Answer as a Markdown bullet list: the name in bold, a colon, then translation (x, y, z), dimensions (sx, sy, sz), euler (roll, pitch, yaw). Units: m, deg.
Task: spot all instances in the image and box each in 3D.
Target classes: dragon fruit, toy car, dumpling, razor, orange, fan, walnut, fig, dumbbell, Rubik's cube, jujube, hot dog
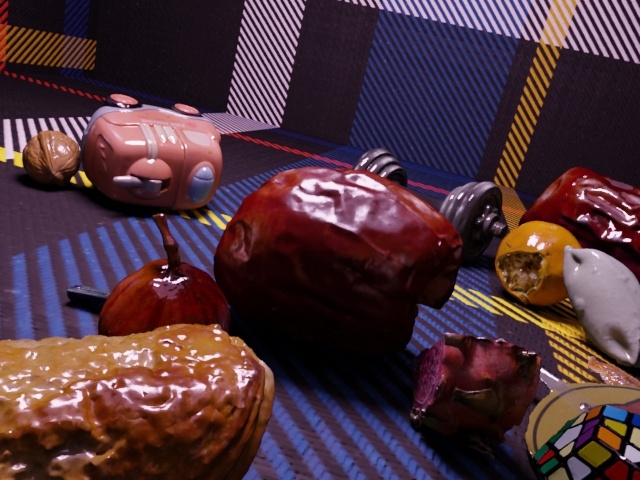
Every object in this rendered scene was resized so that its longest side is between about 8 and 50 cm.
- **dragon fruit**: translation (0.140, 0.154, 0.521), dimensions (0.102, 0.096, 0.147), euler (17, -26, -2)
- **toy car**: translation (-0.304, -0.148, 1.018), dimensions (0.270, 0.181, 0.212), euler (-1, 33, -39)
- **dumpling**: translation (0.459, 0.106, 0.856), dimensions (0.217, 0.104, 0.149), euler (68, 9, 23)
- **razor**: translation (-0.195, 0.078, 0.605), dimensions (0.190, 0.033, 0.066), euler (14, 17, 5)
- **orange**: translation (0.390, 0.041, 0.954), dimensions (0.154, 0.155, 0.134), euler (26, 12, 35)
- **fan**: translation (0.298, 0.194, 0.551), dimensions (0.229, 0.011, 0.335), euler (-13, 28, -24)
- **walnut**: translation (0.020, 0.038, 0.652), dimensions (0.268, 0.244, 0.222), euler (26, 59, 17)
- **fig**: translation (-0.143, 0.066, 0.522), dimensions (0.128, 0.151, 0.128), euler (23, -11, 5)
- **dumbbell**: translation (0.227, -0.088, 1.199), dimensions (0.406, 0.179, 0.179), euler (26, 21, 37)
- **Rubik's cube**: translation (0.231, 0.195, 0.408), dimensions (0.111, 0.133, 0.133), euler (-18, 14, 10)
- **jujube**: translation (0.598, -0.001, 1.091), dimensions (0.376, 0.259, 0.258), euler (28, 22, 36)
- **walnut**: translation (-0.498, -0.150, 0.991), dimensions (0.105, 0.105, 0.124), euler (4, 34, -27)
- **hot dog**: translation (-0.162, 0.125, 0.356), dimensions (0.258, 0.114, 0.175), euler (6, 14, -29)

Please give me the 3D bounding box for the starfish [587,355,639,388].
- **starfish**: translation (0.388, 0.214, 0.581), dimensions (0.231, 0.048, 0.295), euler (-11, 23, -29)
